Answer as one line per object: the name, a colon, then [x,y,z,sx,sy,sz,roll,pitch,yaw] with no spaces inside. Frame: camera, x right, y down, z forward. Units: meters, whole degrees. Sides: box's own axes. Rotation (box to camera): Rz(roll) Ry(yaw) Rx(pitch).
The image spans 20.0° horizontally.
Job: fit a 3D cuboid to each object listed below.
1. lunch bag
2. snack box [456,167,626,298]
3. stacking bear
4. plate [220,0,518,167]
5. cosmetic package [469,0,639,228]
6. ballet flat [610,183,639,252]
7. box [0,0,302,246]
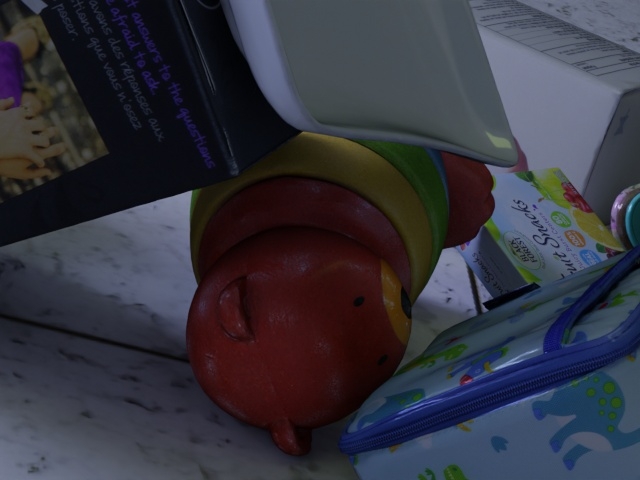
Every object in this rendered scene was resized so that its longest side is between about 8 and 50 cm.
lunch bag: [0.122,0.073,0.912,0.176,0.090,0.219,-23,3,29]
snack box: [0.153,0.015,1.202,0.100,0.037,0.141,-9,49,-34]
stacking bear: [0.000,0.000,1.037,0.164,0.175,0.289,-8,28,14]
plate: [-0.002,-0.167,0.946,0.277,0.045,0.278,4,65,-64]
cosmetic package: [0.126,-0.124,1.463,0.296,0.129,0.153,28,23,28]
ballet flat: [0.293,0.003,1.367,0.221,0.077,0.079,11,3,-27]
box: [-0.154,-0.083,0.959,0.270,0.143,0.165,-15,11,22]
